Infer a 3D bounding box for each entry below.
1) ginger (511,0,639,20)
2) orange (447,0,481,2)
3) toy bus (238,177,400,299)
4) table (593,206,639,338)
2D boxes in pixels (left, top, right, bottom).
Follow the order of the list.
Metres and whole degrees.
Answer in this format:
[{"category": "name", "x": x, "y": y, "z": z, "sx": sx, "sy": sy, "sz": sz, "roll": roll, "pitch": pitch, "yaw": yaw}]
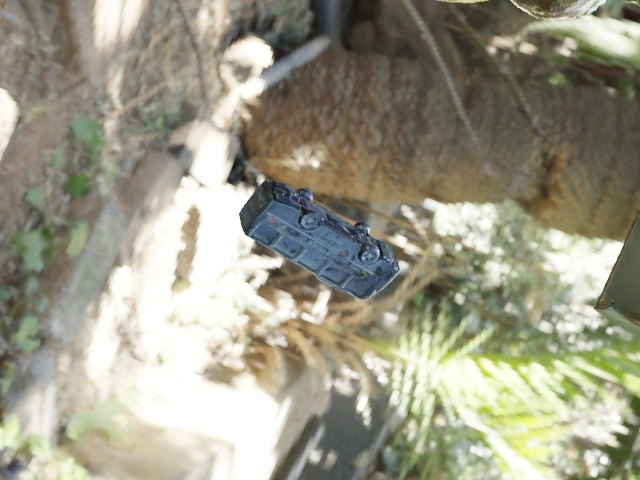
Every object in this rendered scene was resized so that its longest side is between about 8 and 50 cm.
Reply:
[{"category": "ginger", "x": 0.332, "y": -0.383, "z": 1.259, "sx": 0.176, "sy": 0.256, "sz": 0.375, "roll": -8, "pitch": 125, "yaw": -44}, {"category": "orange", "x": 0.063, "y": -0.245, "z": 0.661, "sx": 0.240, "sy": 0.171, "sz": 0.240, "roll": -2, "pitch": 90, "yaw": -80}, {"category": "toy bus", "x": 0.000, "y": 0.000, "z": 1.205, "sx": 0.065, "sy": 0.166, "sz": 0.047, "roll": -47, "pitch": -149, "yaw": 21}, {"category": "table", "x": 0.136, "y": 0.007, "z": 0.340, "sx": 0.079, "sy": 0.083, "sz": 0.062, "roll": -63, "pitch": -167, "yaw": -13}]
